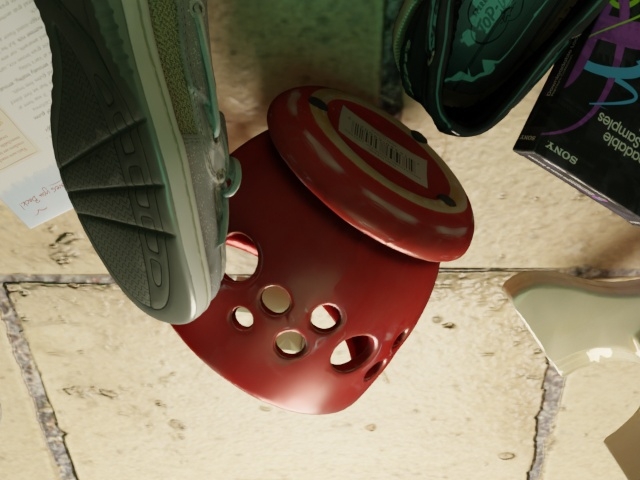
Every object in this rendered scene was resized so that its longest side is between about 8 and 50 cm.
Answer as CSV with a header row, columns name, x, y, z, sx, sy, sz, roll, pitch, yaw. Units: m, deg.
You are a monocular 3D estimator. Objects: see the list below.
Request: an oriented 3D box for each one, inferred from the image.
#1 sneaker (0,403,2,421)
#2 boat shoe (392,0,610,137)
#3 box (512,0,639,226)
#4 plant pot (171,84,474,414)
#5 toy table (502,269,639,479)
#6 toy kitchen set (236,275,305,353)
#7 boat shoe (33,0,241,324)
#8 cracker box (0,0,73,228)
name,x,y,z,sx,sy,sz,roll,pitch,yaw
sneaker,-0.428,0.100,0.791,0.319,0.127,0.208,-2,133,-28
boat shoe,0.147,-0.200,0.553,0.127,0.113,0.340,25,127,-18
box,0.212,-0.104,0.633,0.116,0.029,0.162,27,90,-21
plant pot,0.000,0.000,0.673,0.191,0.191,0.174,27,119,-21
toy table,0.272,0.092,0.735,0.161,0.252,0.274,-34,101,9
toy kitchen set,-0.046,0.052,0.828,0.068,0.075,0.083,9,91,-11
boat shoe,-0.101,-0.108,0.565,0.118,0.103,0.320,0,106,49
cracker box,-0.208,-0.131,0.647,0.155,0.067,0.232,-22,126,19
